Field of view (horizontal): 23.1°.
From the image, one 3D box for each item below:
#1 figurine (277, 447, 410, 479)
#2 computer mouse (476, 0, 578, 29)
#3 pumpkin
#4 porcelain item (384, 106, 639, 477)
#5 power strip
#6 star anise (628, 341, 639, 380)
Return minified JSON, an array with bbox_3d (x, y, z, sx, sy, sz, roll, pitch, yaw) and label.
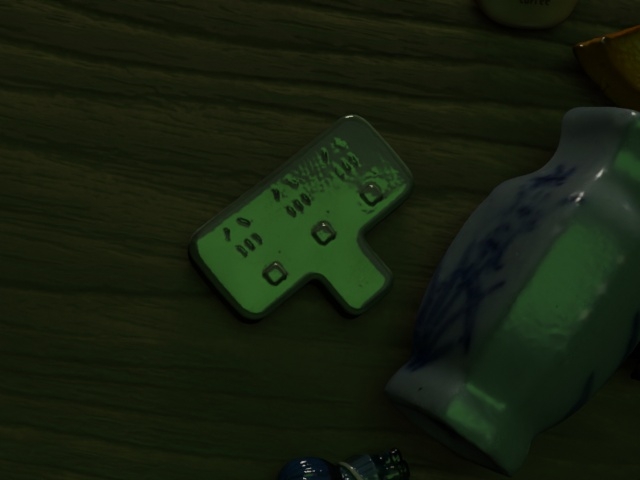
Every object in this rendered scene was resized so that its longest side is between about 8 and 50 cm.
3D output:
[{"bbox_3d":[0.026,0.273,1.729,0.149,0.087,0.086,-15,43,-12],"label":"figurine"},{"bbox_3d":[0.252,-0.373,1.899,0.145,0.082,0.236,5,78,-7],"label":"computer mouse"},{"bbox_3d":[0.470,-0.205,1.886,0.290,0.095,0.258,-33,97,-13],"label":"pumpkin"},{"bbox_3d":[0.251,0.054,1.730,0.178,0.242,0.405,39,79,-23],"label":"porcelain item"},{"bbox_3d":[0.000,0.000,1.790,0.265,0.059,0.193,-39,86,-15],"label":"power strip"},{"bbox_3d":[0.421,0.138,1.813,0.177,0.073,0.234,-19,65,-20],"label":"star anise"}]
